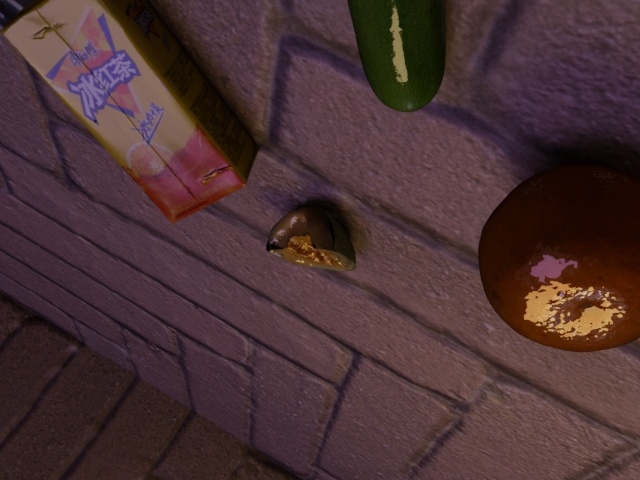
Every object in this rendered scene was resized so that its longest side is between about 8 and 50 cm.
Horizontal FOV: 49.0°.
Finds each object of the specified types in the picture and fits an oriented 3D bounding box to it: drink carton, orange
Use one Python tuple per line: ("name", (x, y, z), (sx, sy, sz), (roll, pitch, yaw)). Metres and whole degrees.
("drink carton", (-0.250, -0.205, 0.987), (0.154, 0.111, 0.351), (-24, 121, 22))
("orange", (0.283, 0.016, 0.764), (0.223, 0.170, 0.224), (7, 139, 6))

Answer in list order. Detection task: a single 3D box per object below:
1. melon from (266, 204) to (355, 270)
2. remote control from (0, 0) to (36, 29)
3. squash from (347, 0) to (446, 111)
("melon", (0.000, 0.000, 1.130), (0.160, 0.079, 0.128), (-2, 152, 46))
("remote control", (-0.523, -0.402, 1.077), (0.277, 0.056, 0.103), (39, 151, -8))
("squash", (0.062, -0.267, 0.643), (0.101, 0.101, 0.379), (18, 145, 27))
